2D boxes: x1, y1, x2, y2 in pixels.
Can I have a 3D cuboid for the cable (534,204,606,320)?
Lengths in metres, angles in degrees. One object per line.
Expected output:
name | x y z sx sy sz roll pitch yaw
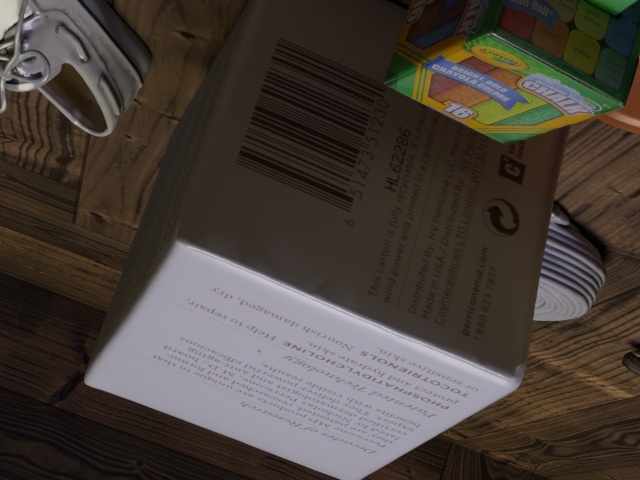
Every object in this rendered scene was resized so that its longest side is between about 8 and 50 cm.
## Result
cable | 0.232 0.027 1.761 0.257 0.089 0.257 2 157 47

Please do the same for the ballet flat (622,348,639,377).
ballet flat | 0.561 0.195 2.018 0.249 0.058 0.084 17 -160 27

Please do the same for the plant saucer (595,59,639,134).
plant saucer | 0.292 -0.139 1.230 0.200 0.037 0.200 19 164 5

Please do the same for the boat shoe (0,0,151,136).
boat shoe | -0.314 -0.210 1.486 0.135 0.157 0.367 12 163 23

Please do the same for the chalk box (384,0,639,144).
chalk box | 0.169 -0.173 1.084 0.132 0.132 0.213 25 164 -20

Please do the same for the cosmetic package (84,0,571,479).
cosmetic package | 0.000 0.000 1.385 0.327 0.329 0.394 22 152 -12
